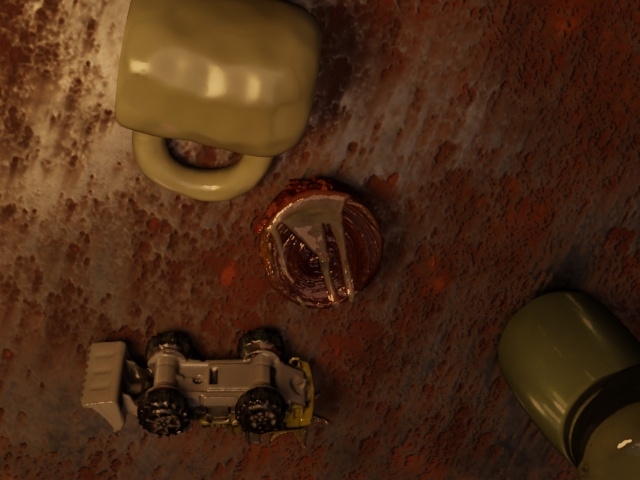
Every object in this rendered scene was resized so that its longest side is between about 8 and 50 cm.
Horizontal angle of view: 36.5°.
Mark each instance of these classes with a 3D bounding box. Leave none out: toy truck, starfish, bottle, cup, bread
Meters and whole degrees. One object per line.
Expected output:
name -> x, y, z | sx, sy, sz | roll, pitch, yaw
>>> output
toy truck -> -0.149, 0.190, 1.212 | 0.285, 0.136, 0.111 | 2, 130, -5
starfish -> -0.033, 0.237, 1.300 | 0.092, 0.016, 0.086 | 18, 105, -9
bottle -> 0.334, 0.192, 1.144 | 0.168, 0.347, 0.169 | -2, 109, -7
cup -> -0.117, -0.148, 1.070 | 0.202, 0.173, 0.255 | 10, 107, -8
bread -> 0.000, 0.000, 1.188 | 0.160, 0.073, 0.161 | -1, 111, -2
